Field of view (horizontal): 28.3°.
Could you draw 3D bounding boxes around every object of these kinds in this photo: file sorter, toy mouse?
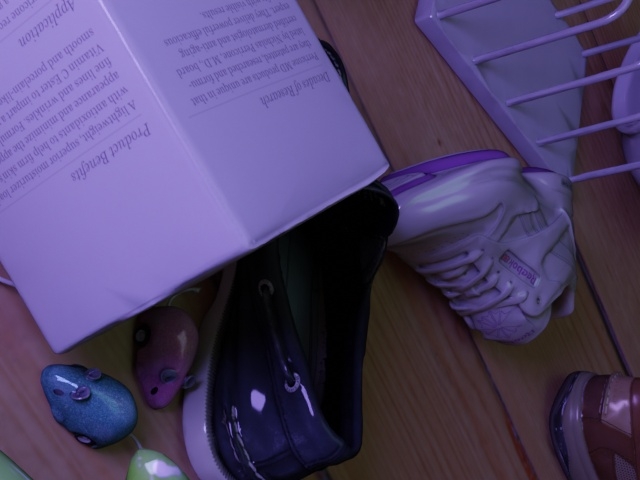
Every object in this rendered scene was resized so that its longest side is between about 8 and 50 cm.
[{"bbox_3d":[0.245,-0.211,1.200,0.278,0.173,0.192,43,47,-38],"label":"file sorter"},{"bbox_3d":[-0.109,0.073,0.737,0.161,0.031,0.143,-14,91,-55],"label":"toy mouse"}]

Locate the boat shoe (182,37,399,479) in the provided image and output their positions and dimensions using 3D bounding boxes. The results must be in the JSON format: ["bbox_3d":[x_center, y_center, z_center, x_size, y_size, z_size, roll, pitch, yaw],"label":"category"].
[{"bbox_3d":[-0.003,-0.001,0.837,0.127,0.113,0.340,41,48,-40],"label":"boat shoe"}]

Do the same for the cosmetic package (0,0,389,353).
[{"bbox_3d":[-0.093,-0.067,0.669,0.151,0.151,0.183,-33,95,-54],"label":"cosmetic package"}]

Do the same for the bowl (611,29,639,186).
[{"bbox_3d":[0.409,-0.162,1.376,0.134,0.298,0.297,17,60,-12],"label":"bowl"}]

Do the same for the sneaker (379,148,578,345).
[{"bbox_3d":[0.138,0.009,1.029,0.305,0.114,0.152,3,76,-54],"label":"sneaker"}]

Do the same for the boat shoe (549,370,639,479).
[{"bbox_3d":[0.331,0.262,1.216,0.324,0.120,0.122,60,39,-23],"label":"boat shoe"}]

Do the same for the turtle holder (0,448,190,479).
[{"bbox_3d":[-0.162,0.210,0.485,0.227,0.243,0.320,-44,157,-34],"label":"turtle holder"}]
